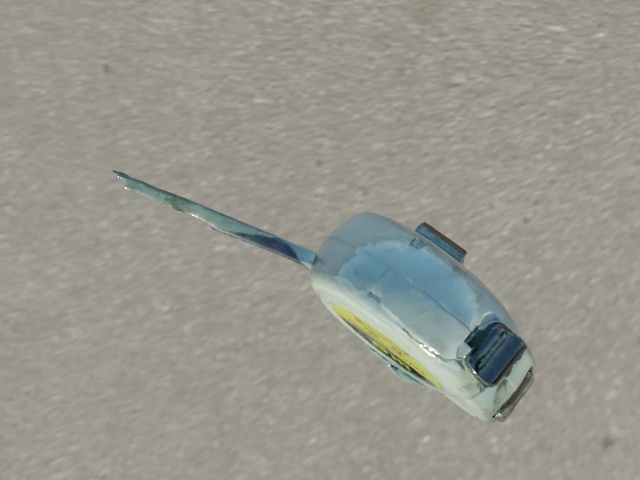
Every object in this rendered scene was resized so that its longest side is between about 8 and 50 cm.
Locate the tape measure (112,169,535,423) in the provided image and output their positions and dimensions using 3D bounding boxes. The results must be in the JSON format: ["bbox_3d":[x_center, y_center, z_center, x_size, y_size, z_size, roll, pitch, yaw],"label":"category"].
[{"bbox_3d":[0.001,0.000,1.296,0.330,0.164,0.084,35,75,16],"label":"tape measure"}]
